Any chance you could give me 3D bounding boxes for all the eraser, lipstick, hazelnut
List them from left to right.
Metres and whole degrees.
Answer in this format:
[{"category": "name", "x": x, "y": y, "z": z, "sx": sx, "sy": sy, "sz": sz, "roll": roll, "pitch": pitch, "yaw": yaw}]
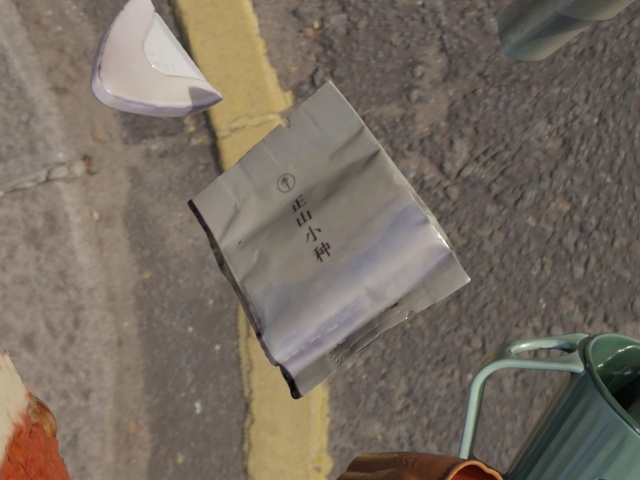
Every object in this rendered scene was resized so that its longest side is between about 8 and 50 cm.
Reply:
[{"category": "hazelnut", "x": -0.319, "y": 0.197, "z": 1.115, "sx": 0.086, "sy": 0.086, "sz": 0.086, "roll": 5, "pitch": 106, "yaw": 18}, {"category": "eraser", "x": -0.266, "y": -0.250, "z": 1.545, "sx": 0.059, "sy": 0.243, "sz": 0.204, "roll": -30, "pitch": 99, "yaw": 34}, {"category": "lipstick", "x": 0.272, "y": -0.264, "z": 1.082, "sx": 0.077, "sy": 0.253, "sz": 0.079, "roll": 0, "pitch": 77, "yaw": -19}]

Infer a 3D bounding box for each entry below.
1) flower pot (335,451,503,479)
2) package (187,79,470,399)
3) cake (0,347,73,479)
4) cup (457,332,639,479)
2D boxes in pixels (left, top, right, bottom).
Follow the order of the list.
[{"category": "flower pot", "x": 0.108, "y": 0.344, "z": 1.279, "sx": 0.173, "sy": 0.190, "sz": 0.191, "roll": 4, "pitch": 107, "yaw": 43}, {"category": "package", "x": 0.000, "y": 0.000, "z": 1.006, "sx": 0.204, "sy": 0.062, "sz": 0.251, "roll": -37, "pitch": 62, "yaw": 11}, {"category": "cake", "x": -0.350, "y": 0.268, "z": 0.823, "sx": 0.269, "sy": 0.270, "sz": 0.320, "roll": -18, "pitch": 109, "yaw": 6}, {"category": "cup", "x": 0.405, "y": 0.337, "z": 1.570, "sx": 0.401, "sy": 0.310, "sz": 0.392, "roll": 48, "pitch": 120, "yaw": 32}]
